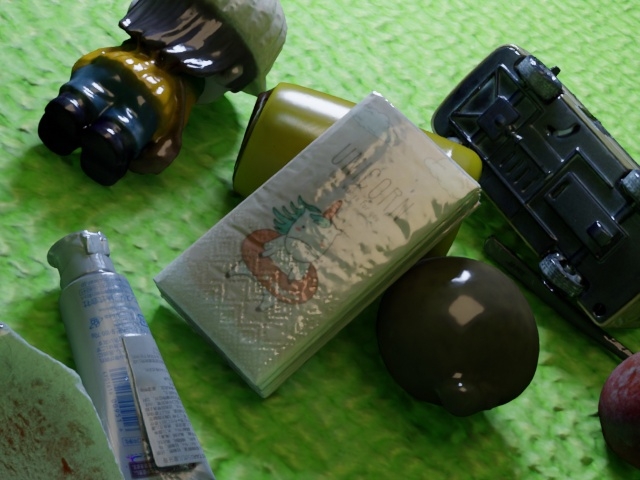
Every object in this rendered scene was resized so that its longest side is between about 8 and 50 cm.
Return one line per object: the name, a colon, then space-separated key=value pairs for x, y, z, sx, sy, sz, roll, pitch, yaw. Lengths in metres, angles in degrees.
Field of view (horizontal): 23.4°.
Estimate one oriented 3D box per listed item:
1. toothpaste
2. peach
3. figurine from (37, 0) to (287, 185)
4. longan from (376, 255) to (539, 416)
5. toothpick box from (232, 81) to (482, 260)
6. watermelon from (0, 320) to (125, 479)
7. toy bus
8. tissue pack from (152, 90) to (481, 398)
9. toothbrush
toothpaste: x=-0.195 y=0.128 z=1.517 sx=0.114 sy=0.073 sz=0.299 roll=-3 pitch=55 yaw=-34
peach: x=0.389 y=0.197 z=1.736 sx=0.152 sy=0.152 sz=0.152 roll=17 pitch=40 yaw=-15
figurine: x=-0.170 y=-0.213 z=1.790 sx=0.185 sy=0.204 sz=0.332 roll=37 pitch=39 yaw=7
longan: x=0.149 y=0.109 z=1.663 sx=0.184 sy=0.159 sz=0.204 roll=23 pitch=35 yaw=-14
toothpick box: x=0.034 y=-0.072 z=1.789 sx=0.271 sy=0.175 sz=0.175 roll=24 pitch=38 yaw=0
watermelon: x=-0.273 y=0.175 z=1.292 sx=0.289 sy=0.214 sz=0.320 roll=28 pitch=29 yaw=-4
toy bus: x=0.312 y=-0.065 z=1.929 sx=0.365 sy=0.177 sz=0.202 roll=53 pitch=19 yaw=25
tissue pack: x=0.000 y=0.000 z=1.636 sx=0.325 sy=0.071 sz=0.170 roll=-41 pitch=72 yaw=-14
toothbrush: x=0.311 y=0.095 z=1.885 sx=0.297 sy=0.030 sz=0.030 roll=42 pitch=50 yaw=15
